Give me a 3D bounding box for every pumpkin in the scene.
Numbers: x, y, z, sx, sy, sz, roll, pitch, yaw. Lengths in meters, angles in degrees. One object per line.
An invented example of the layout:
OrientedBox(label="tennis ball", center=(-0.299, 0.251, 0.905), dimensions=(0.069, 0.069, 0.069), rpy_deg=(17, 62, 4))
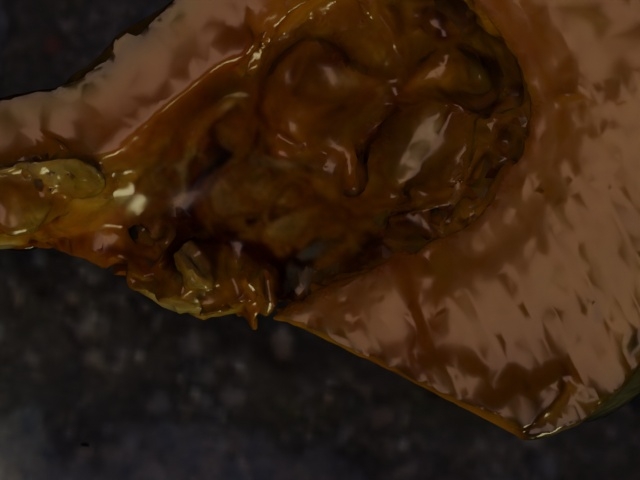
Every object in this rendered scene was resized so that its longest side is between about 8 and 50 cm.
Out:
OrientedBox(label="pumpkin", center=(0.000, 0.000, 0.469), dimensions=(0.280, 0.139, 0.190), rpy_deg=(-28, 85, 6))
